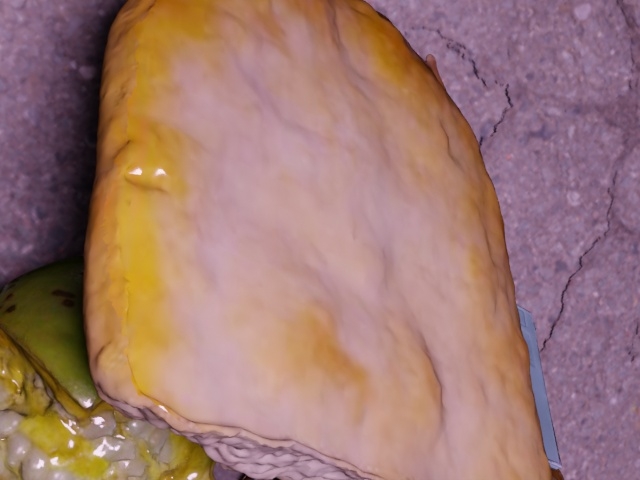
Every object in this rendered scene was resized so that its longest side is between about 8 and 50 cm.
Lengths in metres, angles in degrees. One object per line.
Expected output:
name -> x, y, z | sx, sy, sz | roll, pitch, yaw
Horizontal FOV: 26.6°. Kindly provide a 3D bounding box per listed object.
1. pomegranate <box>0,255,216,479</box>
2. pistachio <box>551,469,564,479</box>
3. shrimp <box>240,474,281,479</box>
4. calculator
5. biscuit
pomegranate -> -0.135, 0.150, 0.949 | 0.302, 0.236, 0.236 | 41, 81, 4
pistachio -> 0.111, 0.291, 1.142 | 0.213, 0.163, 0.260 | -8, 116, -2
shrimp -> -0.012, 0.216, 1.083 | 0.035, 0.148, 0.195 | 37, 80, -44
calculator -> 0.168, 0.115, 1.141 | 0.057, 0.172, 0.018 | 25, 127, -25
biscuit -> -0.001, 0.000, 0.963 | 0.429, 0.104, 0.446 | 17, 56, -43
